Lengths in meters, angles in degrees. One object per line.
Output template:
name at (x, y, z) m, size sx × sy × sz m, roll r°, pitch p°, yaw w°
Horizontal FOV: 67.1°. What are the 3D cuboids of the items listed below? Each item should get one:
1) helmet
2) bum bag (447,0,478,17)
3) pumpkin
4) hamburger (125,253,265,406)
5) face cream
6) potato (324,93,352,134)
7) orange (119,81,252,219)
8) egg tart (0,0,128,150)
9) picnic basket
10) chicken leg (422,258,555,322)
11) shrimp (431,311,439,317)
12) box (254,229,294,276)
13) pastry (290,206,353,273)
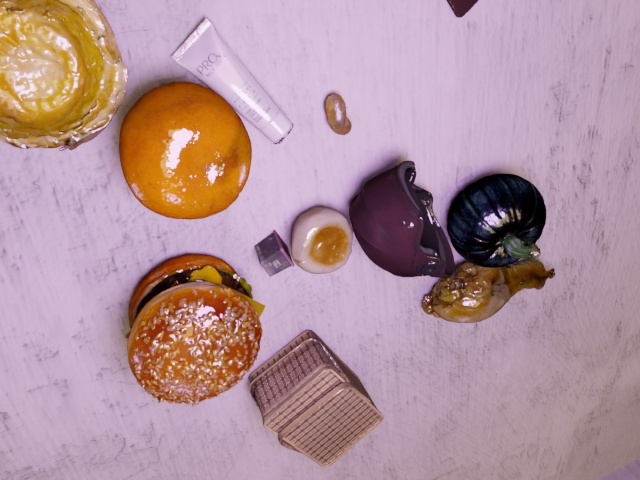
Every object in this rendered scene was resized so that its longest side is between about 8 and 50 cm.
helmet at (0.177, -0.021, 1.094) m, size 0.177 × 0.225 × 0.305 m, roll -20°, pitch 128°, yaw 19°
bum bag at (0.280, -0.541, 0.965) m, size 0.109 × 0.026 × 0.159 m, roll -47°, pitch 125°, yaw 4°
pumpkin at (0.446, -0.030, 1.185) m, size 0.247 × 0.248 × 0.248 m, roll -11°, pitch 120°, yaw -19°
hamburger at (-0.257, 0.187, 0.997) m, size 0.290 × 0.225 × 0.291 m, roll -11°, pitch 119°, yaw -21°
face cream at (-0.150, -0.282, 0.896) m, size 0.092 × 0.058 × 0.243 m, roll -44°, pitch 119°, yaw 8°
potato at (0.035, -0.257, 0.997) m, size 0.047 × 0.045 × 0.092 m, roll -54°, pitch 137°, yaw -35°
orange at (-0.236, -0.156, 0.851) m, size 0.239 × 0.171 × 0.240 m, roll -15°, pitch 122°, yaw -26°
egg tart at (-0.446, -0.270, 0.730) m, size 0.294 × 0.116 × 0.295 m, roll -11°, pitch 119°, yaw -21°
picnic basket at (-0.012, 0.420, 1.261) m, size 0.228 × 0.175 × 0.313 m, roll -39°, pitch 125°, yaw 0°
chicken leg at (0.498, 0.128, 1.368) m, size 0.428 × 0.153 × 0.202 m, roll -11°, pitch 129°, yaw -28°
shrimp at (0.370, 0.185, 1.402) m, size 0.108 × 0.023 × 0.059 m, roll -30°, pitch 116°, yaw -7°
box at (-0.104, 0.031, 1.068) m, size 0.063 × 0.085 × 0.060 m, roll -32°, pitch 126°, yaw 5°
pastry at (0.000, 0.000, 1.081) m, size 0.156 × 0.092 × 0.157 m, roll -10°, pitch 110°, yaw -30°
